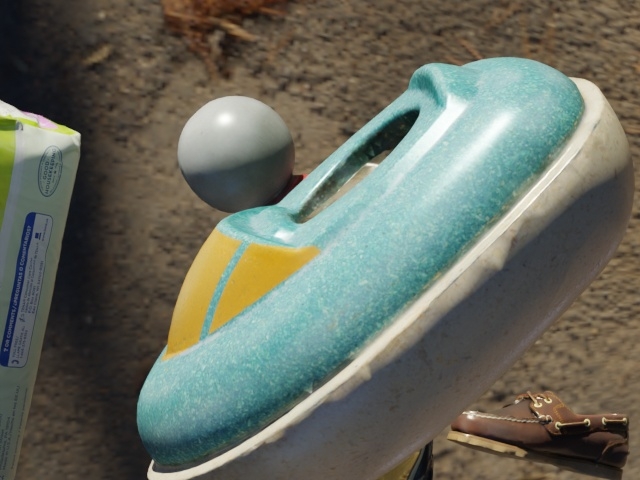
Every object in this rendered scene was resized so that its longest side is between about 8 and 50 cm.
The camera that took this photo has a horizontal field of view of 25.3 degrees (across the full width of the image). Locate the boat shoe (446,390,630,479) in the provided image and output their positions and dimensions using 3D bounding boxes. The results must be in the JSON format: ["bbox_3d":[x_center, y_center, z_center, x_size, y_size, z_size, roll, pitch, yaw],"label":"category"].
[{"bbox_3d":[0.211,0.179,1.362,0.073,0.207,0.073,6,82,58],"label":"boat shoe"}]

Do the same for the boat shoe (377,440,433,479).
[{"bbox_3d":[0.070,0.203,1.218,0.056,0.049,0.152,11,84,41],"label":"boat shoe"}]

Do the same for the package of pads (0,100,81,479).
[{"bbox_3d":[-0.275,0.016,0.880,0.296,0.101,0.229,8,87,48],"label":"package of pads"}]

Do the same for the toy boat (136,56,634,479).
[{"bbox_3d":[0.000,0.000,0.705,0.267,0.318,0.148,-44,103,-2],"label":"toy boat"}]
